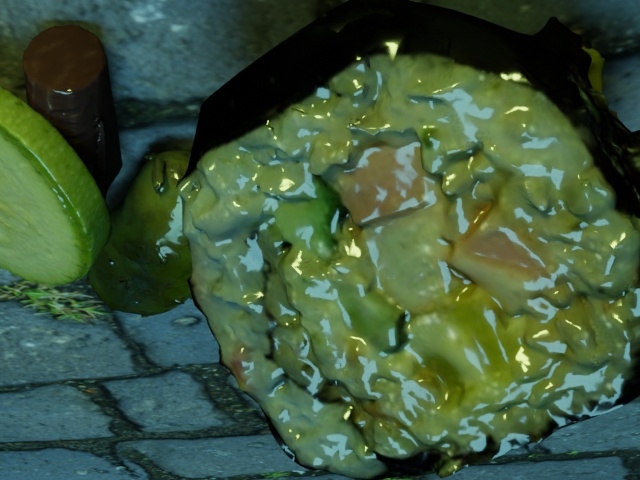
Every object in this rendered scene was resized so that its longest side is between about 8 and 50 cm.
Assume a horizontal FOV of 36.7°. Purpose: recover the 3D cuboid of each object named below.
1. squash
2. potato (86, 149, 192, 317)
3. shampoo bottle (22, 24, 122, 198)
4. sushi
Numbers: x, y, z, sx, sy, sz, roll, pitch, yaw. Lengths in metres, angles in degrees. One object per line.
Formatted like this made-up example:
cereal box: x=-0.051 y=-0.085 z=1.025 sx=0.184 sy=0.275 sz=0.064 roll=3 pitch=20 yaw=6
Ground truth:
squash: x=-0.270 y=-0.050 z=0.772 sx=0.219 sy=0.041 sz=0.219 roll=20 pitch=146 yaw=14
potato: x=-0.150 y=-0.002 z=0.904 sx=0.117 sy=0.090 sz=0.225 roll=17 pitch=140 yaw=-19
shampoo bottle: x=-0.203 y=-0.076 z=0.790 sx=0.068 sy=0.067 sz=0.236 roll=15 pitch=150 yaw=-1
sushi: x=0.087 y=-0.025 z=0.715 sx=0.328 sy=0.285 sz=0.329 roll=-30 pitch=102 yaw=33
